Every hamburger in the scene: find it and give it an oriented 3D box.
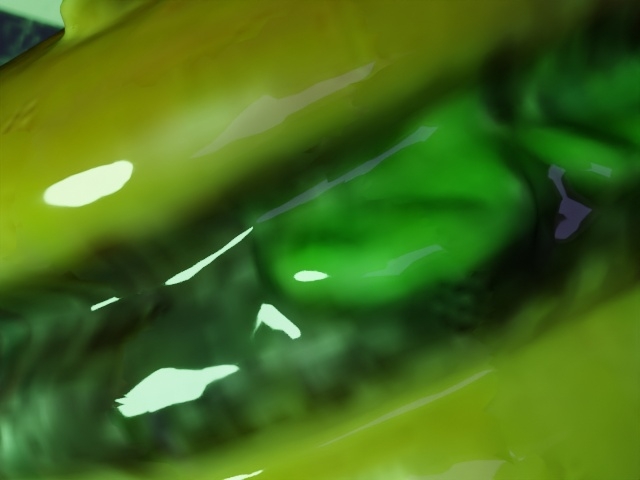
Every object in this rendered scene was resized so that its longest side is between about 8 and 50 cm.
[{"bbox_3d":[0.000,0.000,0.703,0.395,0.396,0.277,-25,98,-4],"label":"hamburger"}]
